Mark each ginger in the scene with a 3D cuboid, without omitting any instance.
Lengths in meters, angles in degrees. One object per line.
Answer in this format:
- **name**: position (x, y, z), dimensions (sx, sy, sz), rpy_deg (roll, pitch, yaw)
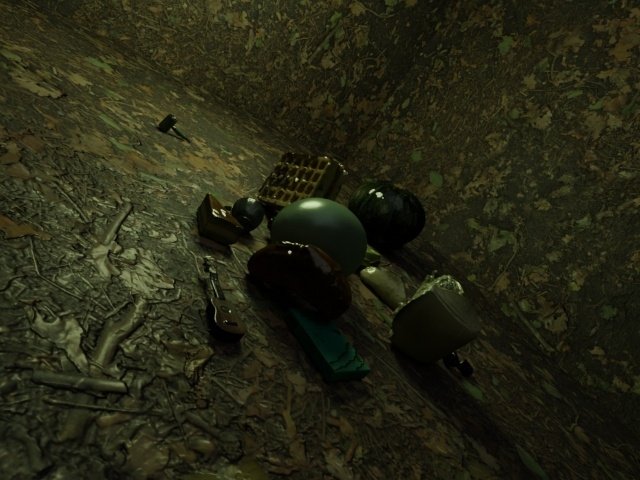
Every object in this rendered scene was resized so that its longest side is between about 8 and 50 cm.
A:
- **ginger**: position (-0.049, 0.090, 1.294), dimensions (0.321, 0.172, 0.165), rpy_deg (29, 11, 13)

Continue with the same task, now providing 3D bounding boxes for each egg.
- **egg**: position (0.000, 0.000, 1.519), dimensions (0.389, 0.276, 0.276), rpy_deg (15, 27, -50)

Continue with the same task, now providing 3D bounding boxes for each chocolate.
- **chocolate**: position (0.524, 0.459, 1.696), dimensions (0.147, 0.070, 0.072), rpy_deg (28, 47, -24)

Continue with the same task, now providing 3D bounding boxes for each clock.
- **clock**: position (0.192, 0.067, 1.975), dimensions (0.170, 0.069, 0.232), rpy_deg (19, 7, -46)

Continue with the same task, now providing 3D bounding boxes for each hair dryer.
- **hair dryer**: position (-0.612, -0.468, 1.950), dimensions (0.150, 0.071, 0.047), rpy_deg (43, 11, -40)

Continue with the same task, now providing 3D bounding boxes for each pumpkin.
- **pumpkin**: position (0.371, -0.157, 2.538), dimensions (0.455, 0.343, 0.454), rpy_deg (32, 12, -8)

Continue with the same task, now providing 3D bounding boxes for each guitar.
- **guitar**: position (-0.247, 0.133, 1.093), dimensions (0.084, 0.038, 0.271), rpy_deg (23, 24, -40)

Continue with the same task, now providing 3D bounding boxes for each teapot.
- **teapot**: position (-0.266, -0.086, 1.527), dimensions (0.149, 0.111, 0.108), rpy_deg (37, 30, -18)

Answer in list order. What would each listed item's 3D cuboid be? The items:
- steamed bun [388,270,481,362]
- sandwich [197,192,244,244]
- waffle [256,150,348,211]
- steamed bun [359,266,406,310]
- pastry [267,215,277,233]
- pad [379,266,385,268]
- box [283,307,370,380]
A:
- **steamed bun**: position (0.360, 0.274, 1.538), dimensions (0.272, 0.290, 0.273), rpy_deg (-10, 55, -49)
- **sandwich**: position (-0.316, -0.066, 1.424), dimensions (0.114, 0.079, 0.163), rpy_deg (28, 17, -31)
- **waffle**: position (-0.080, -0.220, 1.802), dimensions (0.114, 0.260, 0.376), rpy_deg (31, -4, -38)
- **steamed bun**: position (0.292, 0.177, 1.912), dimensions (0.231, 0.110, 0.212), rpy_deg (43, 18, 13)
- **pastry**: position (-0.101, -0.028, 1.680), dimensions (0.209, 0.115, 0.097), rpy_deg (20, -12, -41)
- **pad**: position (0.202, 0.073, 2.176), dimensions (0.265, 0.009, 0.159), rpy_deg (40, 18, 12)
- **box**: position (0.016, 0.276, 1.222), dimensions (0.161, 0.042, 0.226), rpy_deg (15, 26, -48)
